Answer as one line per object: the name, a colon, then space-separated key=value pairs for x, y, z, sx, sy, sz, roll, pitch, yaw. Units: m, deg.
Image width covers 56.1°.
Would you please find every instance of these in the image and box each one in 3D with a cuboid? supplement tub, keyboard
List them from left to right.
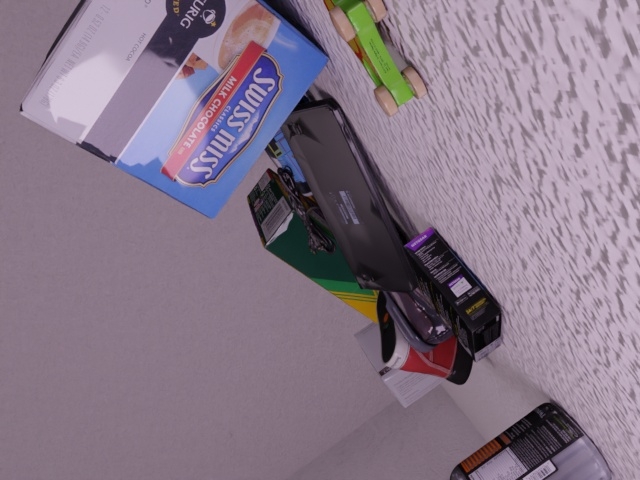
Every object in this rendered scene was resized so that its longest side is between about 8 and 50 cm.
keyboard: x=0.022 y=-0.055 z=0.890 sx=0.202 sy=0.033 sz=0.317 roll=1 pitch=126 yaw=47
supplement tub: x=0.244 y=0.299 z=0.740 sx=0.117 sy=0.190 sz=0.117 roll=54 pitch=180 yaw=0

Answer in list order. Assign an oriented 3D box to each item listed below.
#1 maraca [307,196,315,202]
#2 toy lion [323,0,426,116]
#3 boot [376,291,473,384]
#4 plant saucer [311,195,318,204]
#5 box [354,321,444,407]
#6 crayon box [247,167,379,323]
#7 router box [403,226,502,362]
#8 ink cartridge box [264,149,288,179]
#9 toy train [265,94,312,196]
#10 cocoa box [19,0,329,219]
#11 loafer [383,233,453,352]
maraca: x=-0.029 y=-0.137 z=1.806 sx=0.127 sy=0.099 sz=0.185 roll=8 pitch=123 yaw=45
toy lion: x=0.030 y=-0.148 z=0.439 sx=0.100 sy=0.034 sz=0.096 roll=54 pitch=-174 yaw=-27
boot: x=0.199 y=0.147 z=1.100 sx=0.176 sy=0.088 sz=0.244 roll=17 pitch=-139 yaw=-13
plant saucer: x=0.001 y=-0.132 z=1.650 sx=0.198 sy=0.036 sz=0.198 roll=51 pitch=172 yaw=11
box: x=0.206 y=0.254 z=1.402 sx=0.119 sy=0.181 sz=0.182 roll=56 pitch=179 yaw=-34
crayon box: x=0.000 y=0.000 z=1.373 sx=0.313 sy=0.106 sz=0.363 roll=34 pitch=-171 yaw=-22
router box: x=0.172 y=0.075 z=0.767 sx=0.133 sy=0.046 sz=0.179 roll=54 pitch=179 yaw=26
ink cartridge box: x=-0.104 y=-0.252 z=1.410 sx=0.219 sy=0.093 sz=0.160 roll=55 pitch=180 yaw=-8
toy train: x=-0.030 y=-0.150 z=0.959 sx=0.184 sy=0.105 sz=0.080 roll=55 pitch=179 yaw=-33
cocoa box: x=-0.186 y=-0.225 z=0.742 sx=0.228 sy=0.231 sz=0.347 roll=32 pitch=-169 yaw=-30
loafer: x=0.128 y=0.035 z=0.996 sx=0.109 sy=0.095 sz=0.302 roll=-14 pitch=-111 yaw=-57
